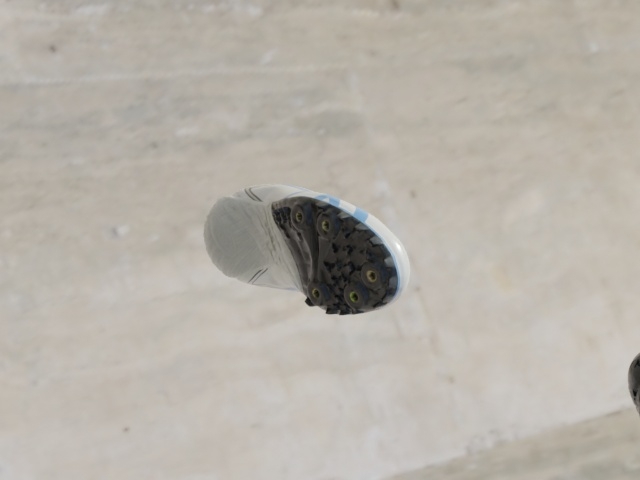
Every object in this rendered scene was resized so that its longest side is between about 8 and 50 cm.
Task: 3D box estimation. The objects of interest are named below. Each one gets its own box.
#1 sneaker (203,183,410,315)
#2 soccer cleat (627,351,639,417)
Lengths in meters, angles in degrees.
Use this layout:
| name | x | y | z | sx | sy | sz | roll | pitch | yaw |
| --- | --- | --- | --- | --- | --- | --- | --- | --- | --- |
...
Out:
| name | x | y | z | sx | sy | sz | roll | pitch | yaw |
| --- | --- | --- | --- | --- | --- | --- | --- | --- | --- |
| sneaker | 0.000 | 0.000 | 1.248 | 0.086 | 0.237 | 0.085 | -12 | 103 | -28 |
| soccer cleat | 0.196 | 0.127 | 0.834 | 0.072 | 0.060 | 0.179 | -22 | 69 | -34 |
